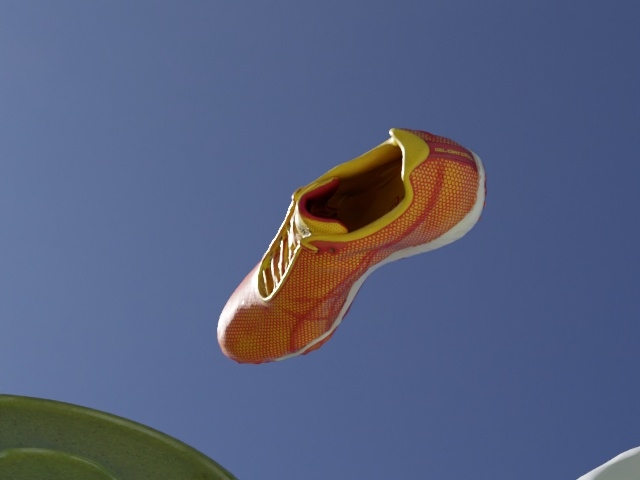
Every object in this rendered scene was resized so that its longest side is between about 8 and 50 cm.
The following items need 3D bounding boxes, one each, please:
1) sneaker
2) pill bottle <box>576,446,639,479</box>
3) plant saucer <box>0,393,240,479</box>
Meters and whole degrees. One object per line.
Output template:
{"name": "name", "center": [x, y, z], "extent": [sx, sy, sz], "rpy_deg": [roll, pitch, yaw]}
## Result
{"name": "sneaker", "center": [0.000, 0.000, 0.692], "extent": [0.067, 0.064, 0.175], "rpy_deg": [18, -47, -37]}
{"name": "pill bottle", "center": [0.186, 0.205, 0.269], "extent": [0.229, 0.408, 0.229], "rpy_deg": [-12, -63, -24]}
{"name": "plant saucer", "center": [-0.118, 0.119, 0.626], "extent": [0.241, 0.241, 0.037], "rpy_deg": [16, -78, 4]}
